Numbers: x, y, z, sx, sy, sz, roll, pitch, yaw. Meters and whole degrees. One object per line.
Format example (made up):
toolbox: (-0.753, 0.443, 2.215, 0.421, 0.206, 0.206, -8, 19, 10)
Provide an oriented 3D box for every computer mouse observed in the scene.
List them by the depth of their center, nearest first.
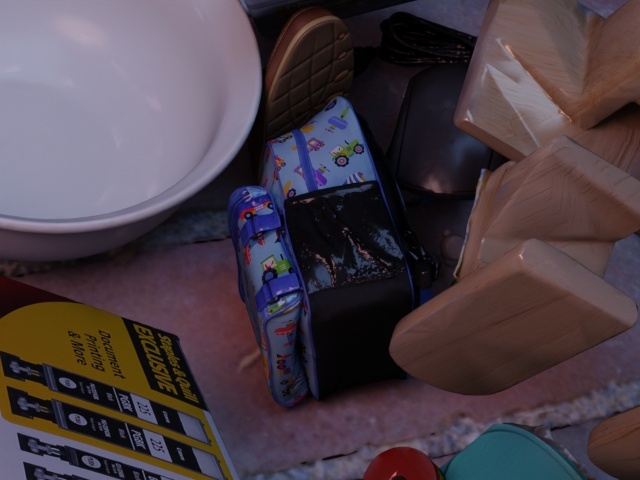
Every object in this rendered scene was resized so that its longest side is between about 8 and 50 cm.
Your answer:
computer mouse: (0.078, -0.117, 1.068, 0.184, 0.060, 0.262, 12, 31, 18)

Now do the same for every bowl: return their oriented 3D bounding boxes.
bowl: (-0.195, -0.092, 0.980, 0.298, 0.134, 0.298, 8, 53, -11)

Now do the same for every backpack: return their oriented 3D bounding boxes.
backpack: (0.000, 0.000, 0.960, 0.117, 0.158, 0.173, -13, 60, -7)

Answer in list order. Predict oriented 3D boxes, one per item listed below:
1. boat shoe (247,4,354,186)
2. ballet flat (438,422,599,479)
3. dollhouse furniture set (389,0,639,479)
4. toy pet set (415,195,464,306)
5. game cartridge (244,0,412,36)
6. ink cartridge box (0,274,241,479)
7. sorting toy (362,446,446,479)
boat shoe: (-0.024, -0.098, 1.012, 0.064, 0.178, 0.060, -19, 59, -24)
ballet flat: (0.163, 0.300, 0.808, 0.147, 0.147, 0.409, -8, 54, -22)
dollhouse furniture set: (0.241, -0.007, 0.902, 0.394, 0.256, 0.362, 29, 58, -16)
toy pet set: (0.099, -0.019, 1.082, 0.122, 0.065, 0.114, -15, 95, -23)
game cartridge: (0.041, -0.199, 1.024, 0.198, 0.297, 0.062, -10, 93, 1)
ink cartridge box: (-0.122, 0.144, 0.705, 0.272, 0.130, 0.309, 21, 15, -25)
sorting toy: (0.005, 0.249, 0.796, 0.132, 0.046, 0.274, -10, 62, 19)
